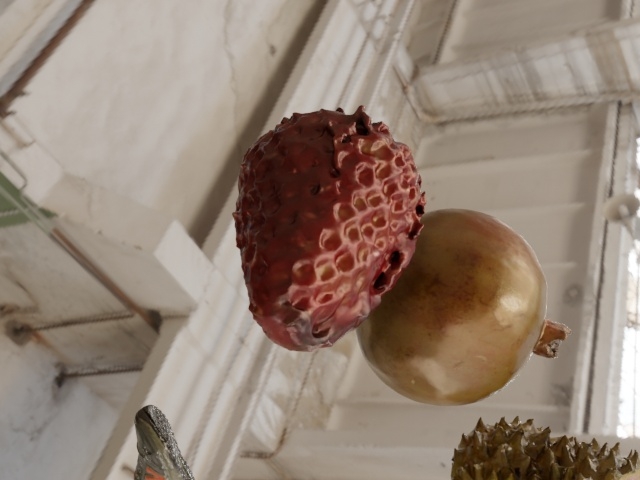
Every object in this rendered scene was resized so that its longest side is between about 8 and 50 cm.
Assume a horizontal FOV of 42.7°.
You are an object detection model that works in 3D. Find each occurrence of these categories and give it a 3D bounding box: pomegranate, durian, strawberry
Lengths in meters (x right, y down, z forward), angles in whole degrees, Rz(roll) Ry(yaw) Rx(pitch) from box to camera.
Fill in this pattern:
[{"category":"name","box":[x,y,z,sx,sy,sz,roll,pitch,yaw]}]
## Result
[{"category":"pomegranate","box":[0.183,0.092,1.050,0.229,0.270,0.252,-67,179,-76]},{"category":"durian","box":[0.274,0.309,1.058,0.305,0.186,0.196,-7,-140,-33]},{"category":"strawberry","box":[0.000,0.000,0.782,0.205,0.205,0.244,-14,-146,27]}]

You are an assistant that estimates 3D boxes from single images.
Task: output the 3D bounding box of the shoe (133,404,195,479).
[{"category":"shoe","box":[-0.231,0.317,1.148,0.077,0.195,0.074,-20,-147,-6]}]
